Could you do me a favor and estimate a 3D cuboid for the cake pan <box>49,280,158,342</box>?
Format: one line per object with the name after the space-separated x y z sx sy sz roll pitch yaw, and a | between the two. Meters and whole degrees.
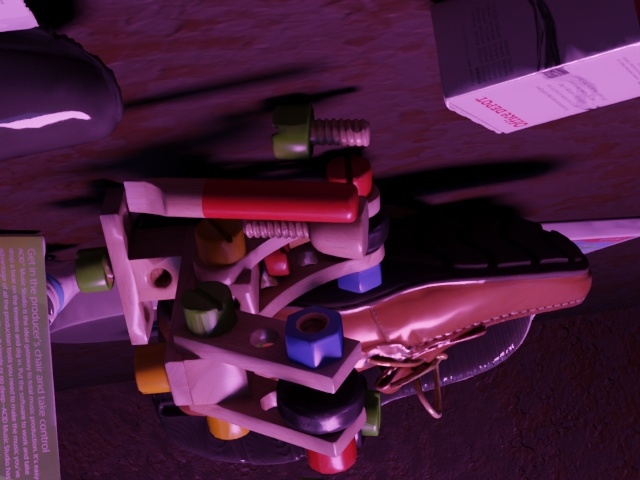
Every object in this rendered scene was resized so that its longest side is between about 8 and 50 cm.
-0.187 0.068 1.363 0.293 0.054 0.293 -9 171 -2 | cake pan

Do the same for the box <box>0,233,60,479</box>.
-0.354 0.111 0.926 0.322 0.232 0.058 1 171 -43 | box

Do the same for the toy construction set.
-0.079 0.028 0.848 0.237 0.257 0.309 2 151 7 | toy construction set

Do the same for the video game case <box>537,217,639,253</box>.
0.242 0.018 1.552 0.204 0.025 0.285 -3 169 -30 | video game case

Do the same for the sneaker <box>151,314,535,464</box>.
0.047 0.117 1.345 0.447 0.169 0.257 -20 178 22 | sneaker

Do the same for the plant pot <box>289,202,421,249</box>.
0.000 0.000 1.202 0.236 0.032 0.236 -9 171 -1 | plant pot

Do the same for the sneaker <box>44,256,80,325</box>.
-0.287 0.050 1.146 0.191 0.071 0.083 -4 -158 40 | sneaker

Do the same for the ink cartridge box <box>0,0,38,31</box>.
-0.201 -0.105 0.378 0.189 0.066 0.232 -8 -179 -5 | ink cartridge box

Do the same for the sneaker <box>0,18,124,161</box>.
-0.229 -0.028 0.541 0.286 0.130 0.109 -9 168 -7 | sneaker

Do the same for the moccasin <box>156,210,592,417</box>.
0.052 0.073 1.058 0.380 0.147 0.139 -16 -152 -11 | moccasin

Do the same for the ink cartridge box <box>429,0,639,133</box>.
0.138 -0.106 0.630 0.135 0.056 0.099 -14 169 25 | ink cartridge box
